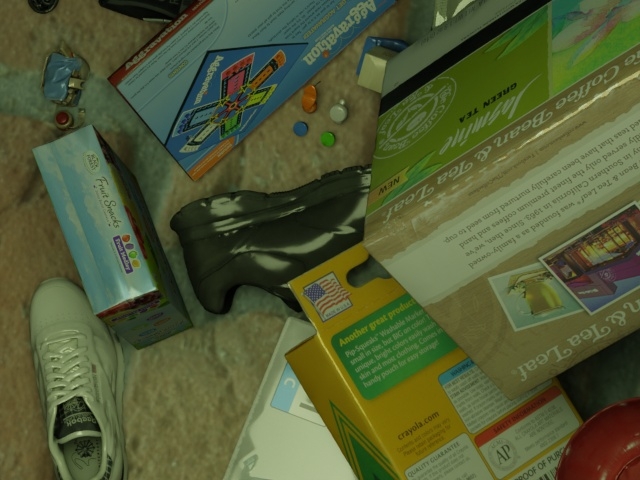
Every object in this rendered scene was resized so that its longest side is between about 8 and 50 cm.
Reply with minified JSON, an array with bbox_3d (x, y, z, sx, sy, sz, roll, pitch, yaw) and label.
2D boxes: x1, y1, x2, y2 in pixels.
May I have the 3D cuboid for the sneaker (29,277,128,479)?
[{"bbox_3d":[-0.238,0.143,1.826,0.090,0.095,0.235,-16,75,3],"label":"sneaker"}]

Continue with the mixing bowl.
[{"bbox_3d":[0.297,0.227,1.644,0.181,0.098,0.181,-1,84,5],"label":"mixing bowl"}]

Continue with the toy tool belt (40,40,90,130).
[{"bbox_3d":[-0.265,-0.159,1.917,0.052,0.051,0.083,4,78,6],"label":"toy tool belt"}]

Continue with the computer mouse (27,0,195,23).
[{"bbox_3d":[-0.172,-0.311,1.943,0.262,0.060,0.184,6,82,18],"label":"computer mouse"}]

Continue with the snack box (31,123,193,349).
[{"bbox_3d":[-0.197,0.001,1.795,0.070,0.207,0.174,-22,77,-1],"label":"snack box"}]

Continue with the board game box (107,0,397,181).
[{"bbox_3d":[-0.065,-0.202,1.875,0.281,0.145,0.027,-42,33,-6],"label":"board game box"}]

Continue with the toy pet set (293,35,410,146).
[{"bbox_3d":[0.051,-0.147,1.897,0.122,0.065,0.114,22,115,12],"label":"toy pet set"}]

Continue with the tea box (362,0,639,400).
[{"bbox_3d":[0.237,-0.093,1.644,0.329,0.323,0.220,-33,116,24],"label":"tea box"}]

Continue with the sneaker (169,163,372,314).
[{"bbox_3d":[0.000,0.000,1.844,0.286,0.109,0.130,-13,83,11],"label":"sneaker"}]

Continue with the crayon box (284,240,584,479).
[{"bbox_3d":[0.112,0.146,1.738,0.203,0.083,0.323,-28,86,-30],"label":"crayon box"}]

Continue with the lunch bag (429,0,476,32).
[{"bbox_3d":[0.232,-0.302,1.850,0.235,0.169,0.287,5,73,5],"label":"lunch bag"}]

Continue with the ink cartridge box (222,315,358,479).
[{"bbox_3d":[0.038,0.255,1.793,0.261,0.066,0.296,20,80,9],"label":"ink cartridge box"}]
